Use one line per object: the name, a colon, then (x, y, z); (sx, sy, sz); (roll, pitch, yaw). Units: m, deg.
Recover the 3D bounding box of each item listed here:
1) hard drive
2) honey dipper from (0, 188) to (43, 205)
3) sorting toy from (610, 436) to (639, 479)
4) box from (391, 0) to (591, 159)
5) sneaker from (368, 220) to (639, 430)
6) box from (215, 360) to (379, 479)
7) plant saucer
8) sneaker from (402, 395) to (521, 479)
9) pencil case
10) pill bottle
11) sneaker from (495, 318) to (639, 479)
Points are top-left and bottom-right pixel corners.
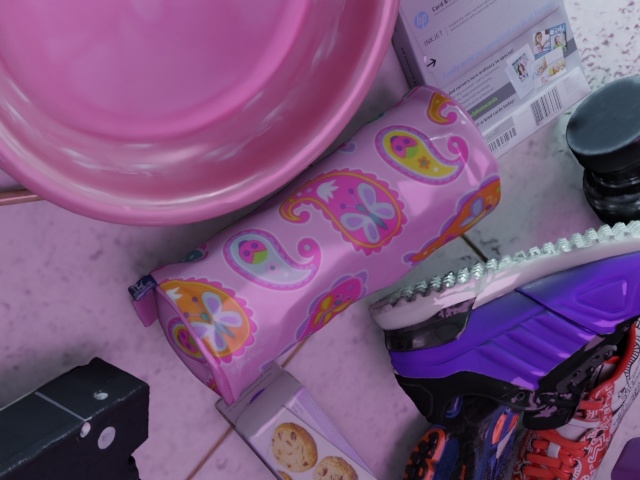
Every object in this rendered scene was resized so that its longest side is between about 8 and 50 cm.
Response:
hard drive: (-0.252, 0.250, 0.913); (0.339, 0.064, 0.237); (-32, 136, -48)
honey dipper: (-0.174, -0.036, 0.956); (0.161, 0.030, 0.030); (-10, 115, -25)
sorting toy: (0.337, 0.280, 1.346); (0.126, 0.127, 0.365); (-53, 150, -33)
box: (0.133, -0.162, 1.091); (0.145, 0.038, 0.186); (-36, 126, -15)
sneaker: (0.199, 0.077, 1.114); (0.293, 0.102, 0.146); (-16, 92, 11)
box: (0.025, 0.229, 1.172); (0.067, 0.063, 0.324); (-42, 126, -10)
plant saucer: (-0.104, -0.176, 0.898); (0.332, 0.084, 0.332); (-11, 116, -24)
sneaker: (0.143, 0.153, 1.216); (0.087, 0.083, 0.221); (23, 93, -61)
pencil case: (0.000, 0.000, 1.016); (0.284, 0.124, 0.124); (-35, 125, -12)
pill bottle: (0.310, -0.038, 1.200); (0.123, 0.123, 0.219); (-46, 122, -8)
sneaker: (0.216, 0.172, 1.225); (0.270, 0.090, 0.145); (-58, 153, -5)
